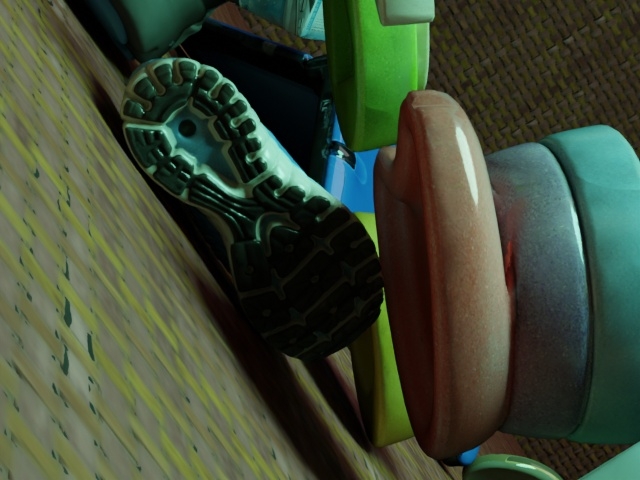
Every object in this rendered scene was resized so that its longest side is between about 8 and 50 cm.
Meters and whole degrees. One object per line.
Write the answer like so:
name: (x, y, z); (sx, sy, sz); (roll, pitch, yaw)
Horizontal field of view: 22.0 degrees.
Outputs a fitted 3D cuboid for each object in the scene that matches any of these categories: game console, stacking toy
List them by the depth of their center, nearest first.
stacking toy: (0.084, -0.041, 0.754); (0.309, 0.130, 0.279); (166, -82, -84)
game console: (0.000, 0.000, 1.186); (0.293, 0.173, 0.250); (53, 37, -48)

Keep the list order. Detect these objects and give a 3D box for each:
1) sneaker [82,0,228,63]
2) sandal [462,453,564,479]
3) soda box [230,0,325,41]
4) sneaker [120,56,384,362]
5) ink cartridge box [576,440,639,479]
sneaker: (-0.069, -0.182, 0.917); (0.125, 0.139, 0.341); (54, 3, -18)
sandal: (0.165, 0.231, 1.223); (0.180, 0.072, 0.049); (61, 24, -20)
soda box: (-0.058, -0.195, 1.090); (0.183, 0.063, 0.058); (30, 16, 26)
sneaker: (-0.028, -0.019, 0.714); (0.162, 0.063, 0.073); (56, 1, -23)
ink cartridge box: (0.173, 0.145, 0.752); (0.092, 0.219, 0.160); (59, 4, 25)
